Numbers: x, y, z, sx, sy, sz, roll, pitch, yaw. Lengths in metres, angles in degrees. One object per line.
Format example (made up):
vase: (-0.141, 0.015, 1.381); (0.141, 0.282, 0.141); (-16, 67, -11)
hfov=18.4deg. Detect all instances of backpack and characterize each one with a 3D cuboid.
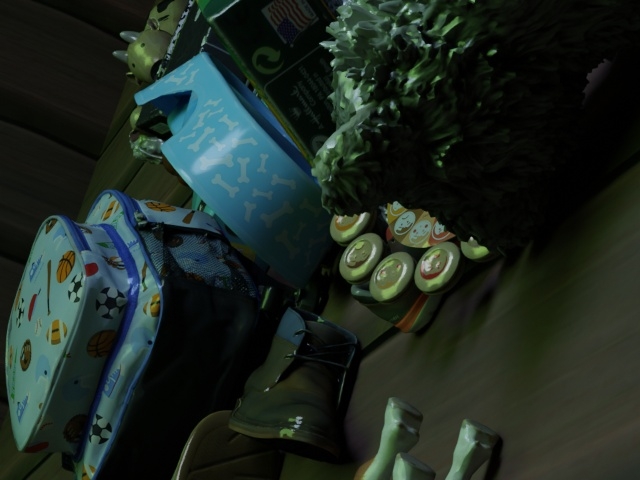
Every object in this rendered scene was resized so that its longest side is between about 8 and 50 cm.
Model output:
backpack: (-0.170, 0.086, 1.765); (0.276, 0.213, 0.263); (-63, 19, 18)

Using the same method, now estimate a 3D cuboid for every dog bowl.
dog bowl: (-0.062, -0.068, 1.648); (0.074, 0.166, 0.297); (-44, 25, 5)

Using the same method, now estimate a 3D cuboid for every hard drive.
hard drive: (-0.077, -0.266, 1.997); (0.339, 0.064, 0.237); (-69, 14, -9)

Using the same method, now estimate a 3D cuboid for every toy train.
toy train: (0.000, 0.000, 1.679); (0.036, 0.027, 0.158); (112, 172, -53)

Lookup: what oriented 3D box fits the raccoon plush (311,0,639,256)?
raccoon plush: (0.132, -0.149, 1.048); (0.446, 0.216, 0.299); (169, 115, -74)

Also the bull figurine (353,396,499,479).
bull figurine: (0.028, 0.191, 1.074); (0.188, 0.101, 0.310); (-63, 13, 10)

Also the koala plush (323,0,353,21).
koala plush: (0.051, -0.271, 1.674); (0.196, 0.203, 0.221); (-81, -5, -85)

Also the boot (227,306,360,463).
boot: (-0.017, 0.101, 1.451); (0.219, 0.082, 0.106); (178, 111, -78)

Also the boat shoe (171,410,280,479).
boat shoe: (-0.112, 0.270, 1.530); (0.285, 0.104, 0.089); (-63, 5, -29)

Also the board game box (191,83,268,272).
board game box: (-0.043, -0.147, 1.974); (0.336, 0.079, 0.254); (-90, 26, -60)

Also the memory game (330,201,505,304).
memory game: (0.078, -0.040, 1.290); (0.186, 0.012, 0.186); (-28, 43, 29)

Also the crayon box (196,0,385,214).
crayon box: (-0.014, -0.140, 1.573); (0.081, 0.202, 0.318); (-36, 15, 3)

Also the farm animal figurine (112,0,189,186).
farm animal figurine: (-0.153, -0.242, 2.369); (0.330, 0.172, 0.327); (-67, 13, 2)

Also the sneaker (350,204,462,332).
sneaker: (0.070, -0.012, 1.327); (0.061, 0.065, 0.158); (-106, 40, -70)
